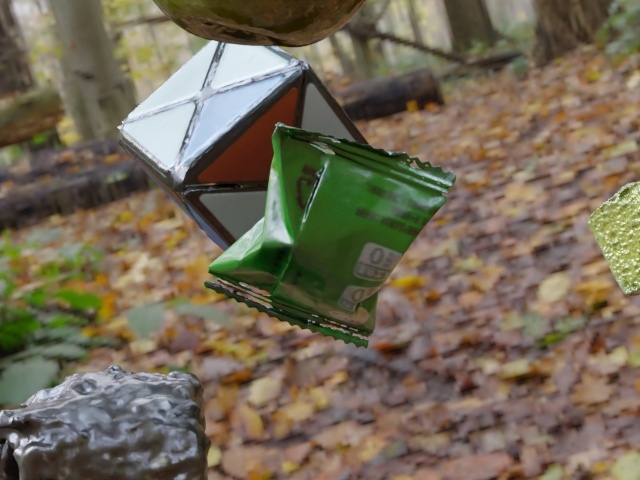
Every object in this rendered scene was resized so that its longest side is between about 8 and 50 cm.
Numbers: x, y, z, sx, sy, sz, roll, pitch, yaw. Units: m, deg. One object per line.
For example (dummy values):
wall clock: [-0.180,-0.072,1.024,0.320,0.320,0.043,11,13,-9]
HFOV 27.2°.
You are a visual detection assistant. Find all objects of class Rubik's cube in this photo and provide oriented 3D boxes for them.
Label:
Rubik's cube: [-0.094,-0.121,1.854,0.250,0.248,0.246,-43,37,-7]

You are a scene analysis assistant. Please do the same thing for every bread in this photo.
bread: [0.373,-0.008,1.455,0.111,0.114,0.129,-5,-19,-31]

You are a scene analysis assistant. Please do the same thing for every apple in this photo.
apple: [-0.043,-0.219,0.938,0.197,0.156,0.196,9,-2,0]

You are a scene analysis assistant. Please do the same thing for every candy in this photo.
candy: [-0.003,0.001,1.010,0.078,0.141,0.203,-52,-10,-45]

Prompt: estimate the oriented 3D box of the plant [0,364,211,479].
plant: [-0.194,0.194,1.068,0.234,0.178,0.204,0,19,-3]
